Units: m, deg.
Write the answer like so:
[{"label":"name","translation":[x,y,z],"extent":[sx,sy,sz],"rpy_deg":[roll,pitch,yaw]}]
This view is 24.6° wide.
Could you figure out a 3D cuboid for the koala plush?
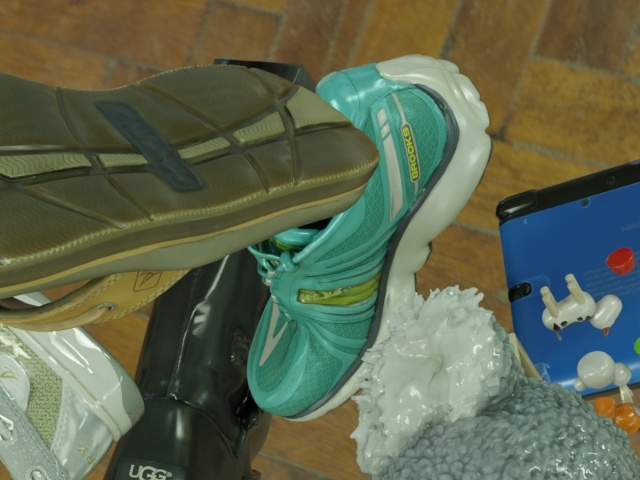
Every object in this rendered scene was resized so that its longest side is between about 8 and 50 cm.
[{"label":"koala plush","translation":[0.041,0.142,0.581],"extent":[0.196,0.203,0.221],"rpy_deg":[37,95,-4]}]

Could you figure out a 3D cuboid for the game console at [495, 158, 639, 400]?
[{"label":"game console","translation":[0.304,0.000,1.140],"extent":[0.293,0.173,0.250],"rpy_deg":[-17,62,25]}]

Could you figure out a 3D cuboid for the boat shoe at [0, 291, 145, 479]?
[{"label":"boat shoe","translation":[-0.263,0.044,0.945],"extent":[0.320,0.118,0.103],"rpy_deg":[37,68,5]}]

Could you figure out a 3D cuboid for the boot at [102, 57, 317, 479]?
[{"label":"boot","translation":[-0.070,0.112,1.299],"extent":[0.146,0.367,0.445],"rpy_deg":[7,65,8]}]

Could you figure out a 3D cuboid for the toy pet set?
[{"label":"toy pet set","translation":[0.134,0.080,0.767],"extent":[0.114,0.065,0.122],"rpy_deg":[-25,30,17]}]

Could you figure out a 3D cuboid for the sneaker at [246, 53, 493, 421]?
[{"label":"sneaker","translation":[0.000,0.000,0.892],"extent":[0.107,0.110,0.275],"rpy_deg":[55,137,38]}]

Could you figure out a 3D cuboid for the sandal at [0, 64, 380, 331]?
[{"label":"sandal","translation":[-0.062,-0.007,0.360],"extent":[0.072,0.180,0.049],"rpy_deg":[49,129,31]}]
